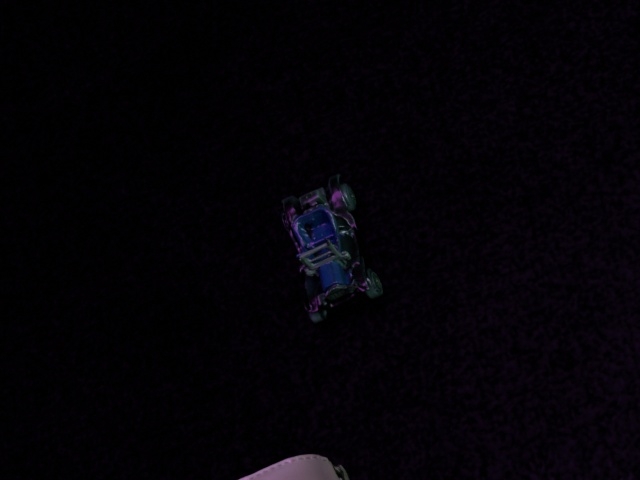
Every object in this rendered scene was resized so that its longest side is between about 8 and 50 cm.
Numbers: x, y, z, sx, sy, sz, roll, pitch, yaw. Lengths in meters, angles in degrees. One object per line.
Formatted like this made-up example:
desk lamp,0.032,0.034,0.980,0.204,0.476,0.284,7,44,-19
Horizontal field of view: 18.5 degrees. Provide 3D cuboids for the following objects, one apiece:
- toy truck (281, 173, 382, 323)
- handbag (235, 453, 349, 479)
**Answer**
toy truck,0.000,0.001,1.971,0.080,0.078,0.154,-25,54,14
handbag,-0.025,0.391,1.722,0.236,0.160,0.358,-28,54,7
